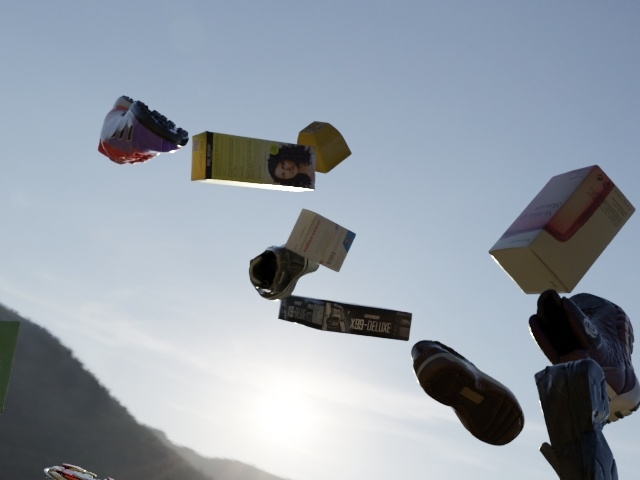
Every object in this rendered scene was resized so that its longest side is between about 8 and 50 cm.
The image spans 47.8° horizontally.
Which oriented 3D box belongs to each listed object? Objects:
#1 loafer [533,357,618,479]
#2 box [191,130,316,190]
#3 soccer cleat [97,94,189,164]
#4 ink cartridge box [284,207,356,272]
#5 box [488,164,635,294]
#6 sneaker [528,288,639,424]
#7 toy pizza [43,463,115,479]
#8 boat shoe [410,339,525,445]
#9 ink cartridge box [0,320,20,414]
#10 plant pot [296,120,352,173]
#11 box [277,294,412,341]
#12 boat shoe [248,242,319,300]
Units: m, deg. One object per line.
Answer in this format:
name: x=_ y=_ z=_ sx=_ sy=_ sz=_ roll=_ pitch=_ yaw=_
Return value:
loafer: x=0.237 y=0.198 z=0.678 sx=0.061 sy=0.170 sz=0.062 roll=-15 pitch=-30 yaw=39
box: x=-0.116 y=-0.140 z=1.306 sx=0.232 sy=0.087 sz=0.058 roll=1 pitch=-1 yaw=-35
soccer cleat: x=-0.313 y=-0.172 z=1.238 sx=0.108 sy=0.116 sz=0.318 roll=33 pitch=-1 yaw=-30
ink cartridge box: x=0.000 y=0.000 z=1.444 sx=0.122 sy=0.089 sz=0.052 roll=27 pitch=-2 yaw=-42
box: x=0.471 y=-0.018 z=1.418 sx=0.127 sy=0.232 sz=0.148 roll=47 pitch=-17 yaw=-9
sneaker: x=0.354 y=0.111 z=1.002 sx=0.106 sy=0.281 sz=0.162 roll=-36 pitch=-76 yaw=21
toy pizza: x=-0.394 y=0.440 z=1.289 sx=0.201 sy=0.032 sz=0.201 roll=22 pitch=-16 yaw=7
boat shoe: x=0.234 y=0.233 z=1.148 sx=0.257 sy=0.095 sz=0.095 roll=44 pitch=6 yaw=-33
ink cartridge box: x=-0.580 y=0.170 z=1.058 sx=0.235 sy=0.171 sz=0.056 roll=2 pitch=-41 yaw=-11
plant pot: x=-0.001 y=-0.196 z=1.477 sx=0.081 sy=0.081 sz=0.083 roll=16 pitch=-42 yaw=48
box: x=0.056 y=0.196 z=1.872 sx=0.242 sy=0.077 sz=0.307 roll=10 pitch=-4 yaw=-23
boat shoe: x=-0.112 y=0.062 z=1.684 sx=0.119 sy=0.121 sz=0.335 roll=-6 pitch=-18 yaw=-24
